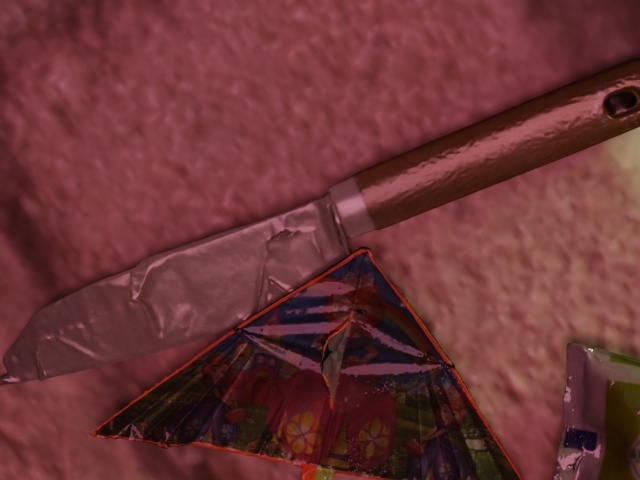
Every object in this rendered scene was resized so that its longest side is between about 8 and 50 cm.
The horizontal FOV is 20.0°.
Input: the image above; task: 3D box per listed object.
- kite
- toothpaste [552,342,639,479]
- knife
[{"bbox_3d":[0.002,0.076,0.741,0.190,0.010,0.159,10,112,-2],"label":"kite"},{"bbox_3d":[0.218,0.088,0.726,0.248,0.047,0.078,4,100,4],"label":"toothpaste"},{"bbox_3d":[0.000,0.001,0.724,0.298,0.017,0.047,-22,113,7],"label":"knife"}]
